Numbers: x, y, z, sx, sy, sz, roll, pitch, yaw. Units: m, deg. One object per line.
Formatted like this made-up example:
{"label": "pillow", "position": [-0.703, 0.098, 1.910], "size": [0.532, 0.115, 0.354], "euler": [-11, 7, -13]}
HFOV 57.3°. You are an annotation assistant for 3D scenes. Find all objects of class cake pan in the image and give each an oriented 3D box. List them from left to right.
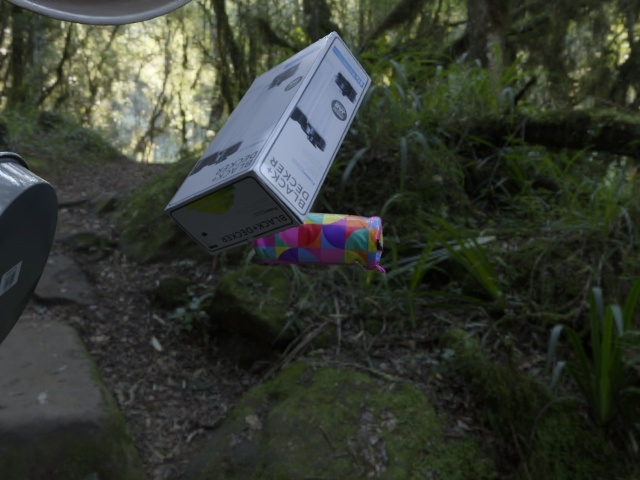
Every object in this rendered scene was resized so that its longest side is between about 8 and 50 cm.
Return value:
{"label": "cake pan", "position": [-0.412, 0.036, 0.728], "size": [0.054, 0.293, 0.293], "euler": [21, 4, -7]}

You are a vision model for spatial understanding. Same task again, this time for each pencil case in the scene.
{"label": "pencil case", "position": [0.000, 0.000, 1.040], "size": [0.237, 0.104, 0.104], "euler": [5, 7, 8]}

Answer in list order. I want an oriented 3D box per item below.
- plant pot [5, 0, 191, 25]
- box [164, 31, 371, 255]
{"label": "plant pot", "position": [-0.223, -0.300, 0.445], "size": [0.257, 0.256, 0.274], "euler": [-3, 18, -38]}
{"label": "box", "position": [-0.058, -0.128, 0.752], "size": [0.169, 0.087, 0.289], "euler": [-16, 38, 40]}
